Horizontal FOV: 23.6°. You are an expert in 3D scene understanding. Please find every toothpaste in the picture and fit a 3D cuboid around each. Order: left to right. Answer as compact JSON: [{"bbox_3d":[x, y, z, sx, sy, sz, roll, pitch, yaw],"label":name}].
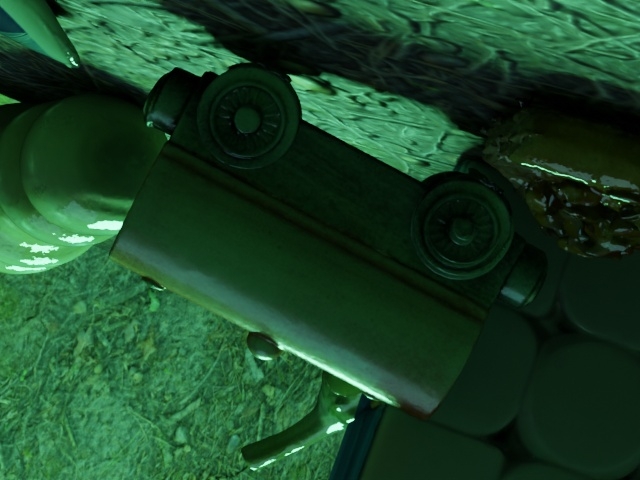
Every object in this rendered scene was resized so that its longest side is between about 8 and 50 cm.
[{"bbox_3d":[-0.210,-0.160,0.981,0.069,0.047,0.268,6,176,3],"label":"toothpaste"}]

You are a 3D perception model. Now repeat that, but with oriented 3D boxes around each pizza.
[{"bbox_3d":[0.162,-0.027,0.921,0.147,0.069,0.226,18,174,-9],"label":"pizza"}]

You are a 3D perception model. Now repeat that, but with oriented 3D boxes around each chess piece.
[{"bbox_3d":[-0.244,-0.062,1.433,0.182,0.182,0.330,22,167,-24],"label":"chess piece"}]

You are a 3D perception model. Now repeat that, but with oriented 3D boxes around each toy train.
[{"bbox_3d":[0.000,0.000,1.001,0.285,0.177,0.116,27,-175,-5],"label":"toy train"}]

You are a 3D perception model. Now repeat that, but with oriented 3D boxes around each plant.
[{"bbox_3d":[0.074,0.148,1.488,0.261,0.297,0.306,30,-179,37],"label":"plant"}]

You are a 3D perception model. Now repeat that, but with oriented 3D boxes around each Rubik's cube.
[{"bbox_3d":[0.180,0.139,1.199,0.291,0.290,0.292,21,170,0],"label":"Rubik's cube"}]
